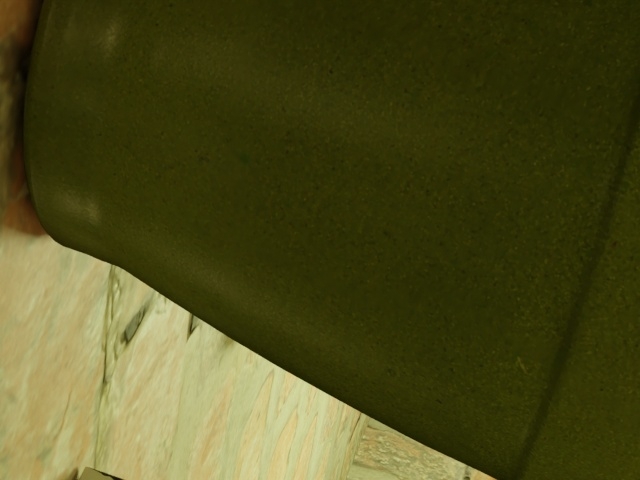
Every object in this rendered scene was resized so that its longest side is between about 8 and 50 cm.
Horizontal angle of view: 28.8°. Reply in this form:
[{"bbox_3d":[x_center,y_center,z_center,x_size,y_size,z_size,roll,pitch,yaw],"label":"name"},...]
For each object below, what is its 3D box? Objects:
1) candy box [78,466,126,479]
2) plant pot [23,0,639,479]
[{"bbox_3d":[-0.089,0.256,0.911,0.165,0.196,0.070,92,17,-56],"label":"candy box"},{"bbox_3d":[0.048,-0.063,0.668,0.366,0.353,0.366,16,90,-82],"label":"plant pot"}]
